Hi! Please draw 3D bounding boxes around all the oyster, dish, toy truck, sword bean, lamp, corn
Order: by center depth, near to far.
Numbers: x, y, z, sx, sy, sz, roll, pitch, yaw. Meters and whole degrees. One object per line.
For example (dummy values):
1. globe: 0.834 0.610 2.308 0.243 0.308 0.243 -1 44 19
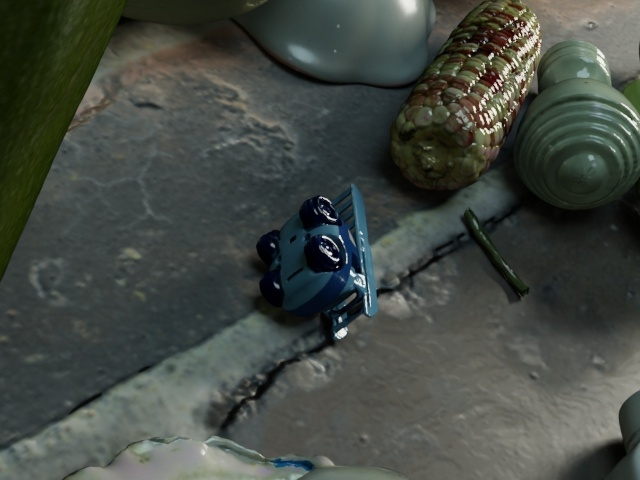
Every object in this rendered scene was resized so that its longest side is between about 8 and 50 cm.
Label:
1. oyster: -0.030 0.172 0.877 0.223 0.083 0.214 21 14 22
2. toy truck: 0.000 0.000 1.091 0.074 0.063 0.136 34 34 -31
3. sword bean: 0.132 0.009 1.204 0.012 0.012 0.083 -13 59 -41
4. corn: 0.125 -0.125 1.276 0.086 0.086 0.253 34 37 0
5. lamp: 0.209 -0.099 1.301 0.106 0.106 0.193 24 31 -11
6. dish: 0.012 -0.230 1.307 0.229 0.081 0.229 18 43 -18

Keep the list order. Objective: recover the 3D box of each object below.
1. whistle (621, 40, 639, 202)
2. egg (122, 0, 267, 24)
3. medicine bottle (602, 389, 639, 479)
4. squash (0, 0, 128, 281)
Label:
1. whistle: 0.326 -0.103 1.340 0.141 0.141 0.294 18 47 -18
2. egg: -0.115 -0.267 1.151 0.269 0.219 0.219 0 48 -11
3. medicine bottle: 0.250 0.185 1.063 0.119 0.069 0.183 13 45 -21
4. squash: -0.241 -0.111 0.792 0.263 0.384 0.263 17 41 -16
